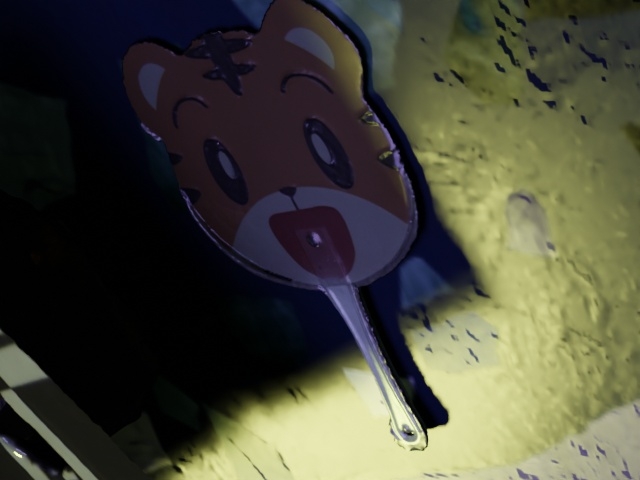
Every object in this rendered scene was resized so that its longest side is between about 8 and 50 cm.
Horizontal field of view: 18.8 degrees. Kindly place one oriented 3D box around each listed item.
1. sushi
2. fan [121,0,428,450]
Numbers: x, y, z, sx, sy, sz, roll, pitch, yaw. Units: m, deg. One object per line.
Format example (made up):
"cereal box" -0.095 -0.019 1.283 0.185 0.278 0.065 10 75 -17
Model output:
"sushi" -0.177 0.047 1.018 0.296 0.100 0.373 46 155 -9
"fan" 0.000 0.000 0.861 0.152 0.008 0.226 -7 117 46
